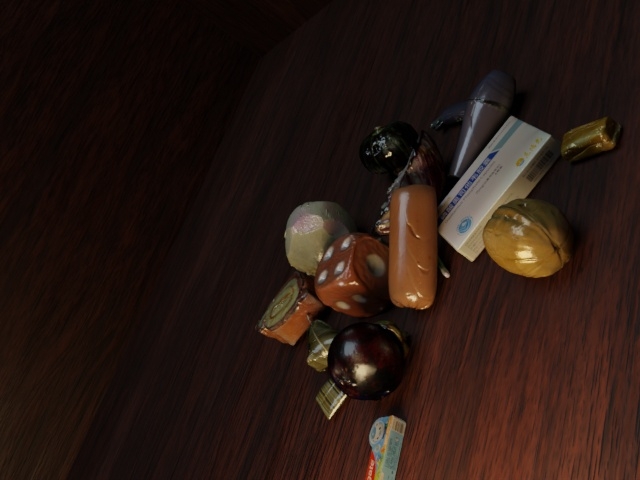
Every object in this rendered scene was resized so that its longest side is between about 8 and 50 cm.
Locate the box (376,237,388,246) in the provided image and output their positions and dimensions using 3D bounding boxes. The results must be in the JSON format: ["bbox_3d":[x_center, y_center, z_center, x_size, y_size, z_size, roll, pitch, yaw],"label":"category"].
[{"bbox_3d":[0.152,0.040,2.105,0.083,0.035,0.079,-19,44,52],"label":"box"}]

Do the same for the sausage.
[{"bbox_3d":[0.229,0.018,1.807,0.121,0.121,0.304,-12,73,57],"label":"sausage"}]

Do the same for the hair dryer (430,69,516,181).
[{"bbox_3d":[0.393,-0.313,2.044,0.301,0.121,0.361,-66,16,1],"label":"hair dryer"}]

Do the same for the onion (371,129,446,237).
[{"bbox_3d":[0.271,-0.157,1.998,0.280,0.146,0.314,-58,-10,-47],"label":"onion"}]

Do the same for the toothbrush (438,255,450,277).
[{"bbox_3d":[0.290,0.024,1.893,0.024,0.018,0.257,-52,25,18],"label":"toothbrush"}]

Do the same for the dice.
[{"bbox_3d":[0.097,0.098,1.973,0.179,0.175,0.174,-27,39,46],"label":"dice"}]

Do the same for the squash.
[{"bbox_3d":[0.212,-0.284,2.241,0.193,0.156,0.193,-52,4,6],"label":"squash"}]

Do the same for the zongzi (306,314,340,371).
[{"bbox_3d":[0.039,0.250,2.021,0.178,0.081,0.189,-37,29,21],"label":"zongzi"}]

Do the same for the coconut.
[{"bbox_3d":[-0.002,0.001,2.211,0.227,0.227,0.230,-42,23,29],"label":"coconut"}]

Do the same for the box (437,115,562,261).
[{"bbox_3d":[0.421,-0.132,1.783,0.343,0.065,0.200,-52,25,10],"label":"box"}]

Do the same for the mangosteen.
[{"bbox_3d":[0.123,0.270,1.733,0.230,0.194,0.194,-42,14,-34],"label":"mangosteen"}]

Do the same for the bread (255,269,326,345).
[{"bbox_3d":[-0.086,0.214,2.230,0.244,0.123,0.190,-46,25,21],"label":"bread"}]

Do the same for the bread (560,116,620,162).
[{"bbox_3d":[0.589,-0.220,1.600,0.132,0.053,0.074,-23,37,50],"label":"bread"}]

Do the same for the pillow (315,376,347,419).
[{"bbox_3d":[0.062,0.358,1.892,0.203,0.038,0.113,-55,25,3],"label":"pillow"}]

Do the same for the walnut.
[{"bbox_3d":[0.430,-0.007,1.516,0.165,0.165,0.197,-56,17,3],"label":"walnut"}]

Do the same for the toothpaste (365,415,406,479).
[{"bbox_3d":[0.133,0.487,1.607,0.070,0.044,0.193,-27,38,50],"label":"toothpaste"}]
